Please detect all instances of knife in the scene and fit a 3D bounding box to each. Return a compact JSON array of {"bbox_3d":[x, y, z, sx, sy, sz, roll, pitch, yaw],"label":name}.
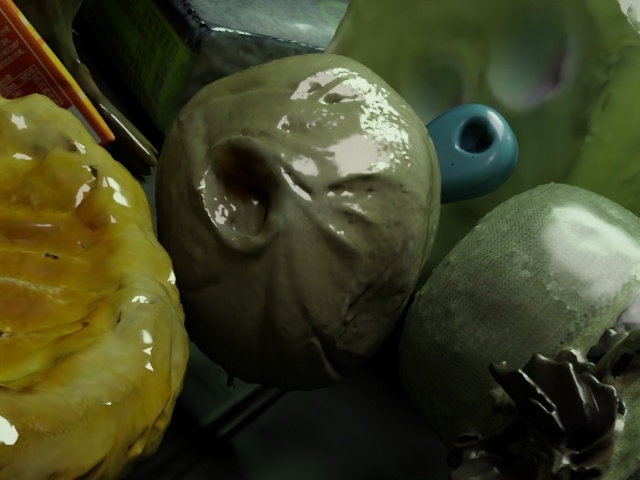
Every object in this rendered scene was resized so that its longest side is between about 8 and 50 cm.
[{"bbox_3d":[0.001,0.002,0.618,0.058,0.244,0.032,62,10,18],"label":"knife"}]

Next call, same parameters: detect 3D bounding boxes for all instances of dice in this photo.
[{"bbox_3d":[0.153,-0.069,0.749,0.254,0.250,0.252,19,16,-43],"label":"dice"}]

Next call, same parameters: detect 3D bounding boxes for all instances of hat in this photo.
[{"bbox_3d":[0.114,0.051,0.540,0.130,0.257,0.257,40,30,15],"label":"hat"}]

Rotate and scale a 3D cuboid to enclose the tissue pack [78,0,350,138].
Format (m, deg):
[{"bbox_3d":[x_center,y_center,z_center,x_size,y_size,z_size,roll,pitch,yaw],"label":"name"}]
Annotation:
[{"bbox_3d":[-0.079,-0.218,1.008,0.288,0.124,0.394,5,34,-36],"label":"tissue pack"}]

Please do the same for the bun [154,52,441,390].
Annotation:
[{"bbox_3d":[-0.022,-0.013,0.556,0.113,0.166,0.173,32,36,-62],"label":"bun"}]

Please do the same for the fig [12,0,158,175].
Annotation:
[{"bbox_3d":[-0.226,-0.200,0.766,0.369,0.286,0.286,52,30,0],"label":"fig"}]

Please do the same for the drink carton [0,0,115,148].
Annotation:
[{"bbox_3d":[-0.220,-0.132,0.640,0.096,0.071,0.223,41,-12,51],"label":"drink carton"}]

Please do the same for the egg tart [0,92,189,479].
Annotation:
[{"bbox_3d":[-0.238,0.010,0.433,0.388,0.169,0.388,23,25,-12],"label":"egg tart"}]
